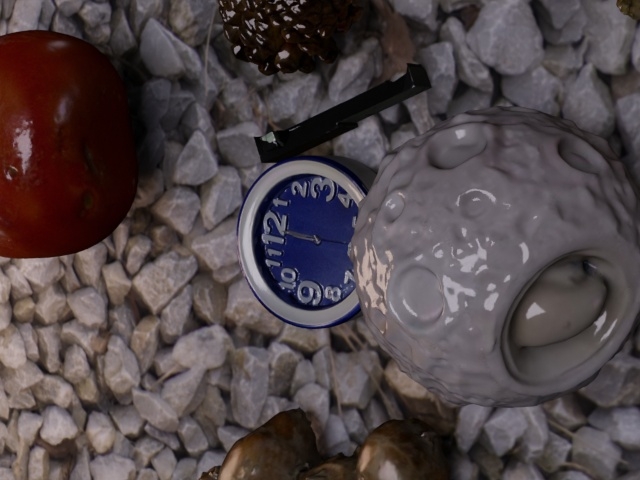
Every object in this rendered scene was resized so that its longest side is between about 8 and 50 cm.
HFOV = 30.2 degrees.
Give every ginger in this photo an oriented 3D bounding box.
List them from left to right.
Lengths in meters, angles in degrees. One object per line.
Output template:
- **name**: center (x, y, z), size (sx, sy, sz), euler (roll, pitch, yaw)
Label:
- **ginger**: center (-0.011, 0.347, 1.583), size (0.375, 0.176, 0.256), euler (2, 78, 34)

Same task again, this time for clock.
- **clock**: center (0.000, 0.000, 1.584), size (0.231, 0.083, 0.230), euler (5, 100, 34)

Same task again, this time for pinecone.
- **pinecone**: center (-0.042, -0.300, 1.535), size (0.195, 0.150, 0.179), euler (-24, 82, 33)

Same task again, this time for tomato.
- **tomato**: center (-0.412, -0.133, 1.708), size (0.293, 0.290, 0.325), euler (-12, 87, 31)

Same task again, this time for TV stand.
- **TV stand**: center (0.026, -0.166, 1.567), size (0.257, 0.049, 0.040), euler (-22, 82, 33)

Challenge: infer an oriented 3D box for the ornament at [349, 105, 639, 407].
- **ornament**: center (0.195, 0.015, 1.318), size (0.337, 0.337, 0.336), euler (4, 97, 32)

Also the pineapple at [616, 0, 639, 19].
- **pineapple**: center (0.405, -0.300, 1.169), size (0.344, 0.286, 0.209), euler (44, 116, 20)
